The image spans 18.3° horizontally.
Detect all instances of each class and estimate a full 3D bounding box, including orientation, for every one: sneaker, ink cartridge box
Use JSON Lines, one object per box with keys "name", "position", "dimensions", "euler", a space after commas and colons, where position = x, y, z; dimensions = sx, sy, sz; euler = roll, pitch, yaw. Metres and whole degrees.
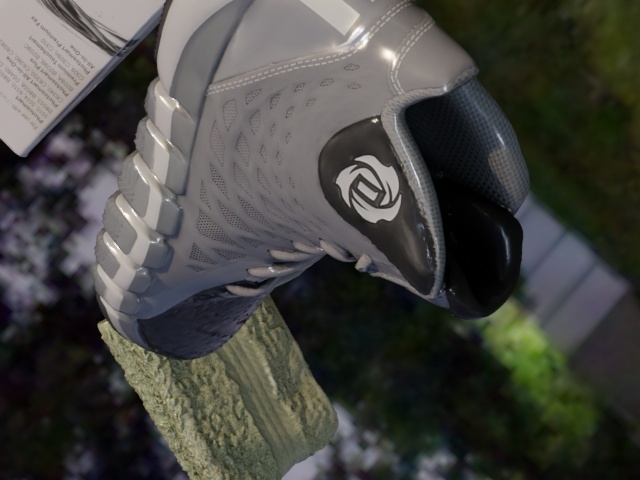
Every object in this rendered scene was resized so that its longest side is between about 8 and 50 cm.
{"name": "sneaker", "position": [0.000, 0.000, 0.669], "dimensions": [0.132, 0.086, 0.228], "euler": [37, 147, 15]}
{"name": "ink cartridge box", "position": [-0.143, -0.166, 1.301], "dimensions": [0.086, 0.203, 0.148], "euler": [45, -162, -7]}

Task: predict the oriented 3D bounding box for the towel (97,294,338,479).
{"name": "towel", "position": [-0.052, 0.069, 1.059], "dimensions": [0.027, 0.110, 0.148], "euler": [-13, 110, 44]}
